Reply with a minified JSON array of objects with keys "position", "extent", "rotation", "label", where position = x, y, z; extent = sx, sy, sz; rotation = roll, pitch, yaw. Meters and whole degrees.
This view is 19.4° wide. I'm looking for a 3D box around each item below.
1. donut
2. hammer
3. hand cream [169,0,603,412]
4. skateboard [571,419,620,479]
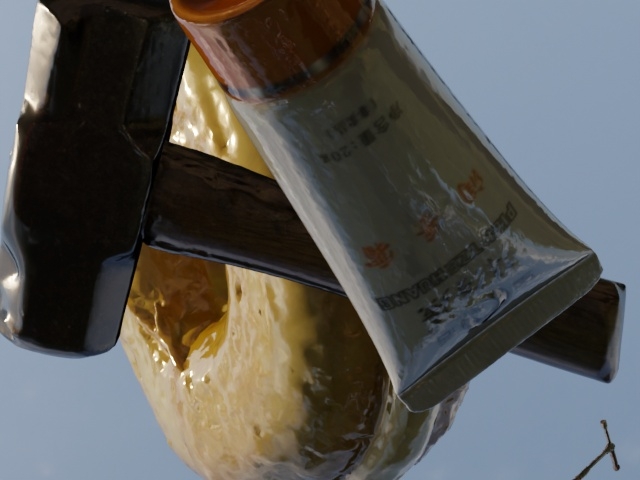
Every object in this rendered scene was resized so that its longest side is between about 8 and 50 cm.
[{"position":[-0.035,-0.003,1.461],"extent":[0.198,0.449,0.449],"rotation":[-12,-134,-31],"label":"donut"},{"position":[0.000,0.000,1.165],"extent":[0.408,0.242,0.095],"rotation":[18,-157,0],"label":"hammer"},{"position":[0.031,-0.033,0.989],"extent":[0.139,0.314,0.089],"rotation":[-39,-140,3],"label":"hand cream"},{"position":[0.146,0.130,0.995],"extent":[0.064,0.032,0.083],"rotation":[-4,-155,45],"label":"skateboard"}]
